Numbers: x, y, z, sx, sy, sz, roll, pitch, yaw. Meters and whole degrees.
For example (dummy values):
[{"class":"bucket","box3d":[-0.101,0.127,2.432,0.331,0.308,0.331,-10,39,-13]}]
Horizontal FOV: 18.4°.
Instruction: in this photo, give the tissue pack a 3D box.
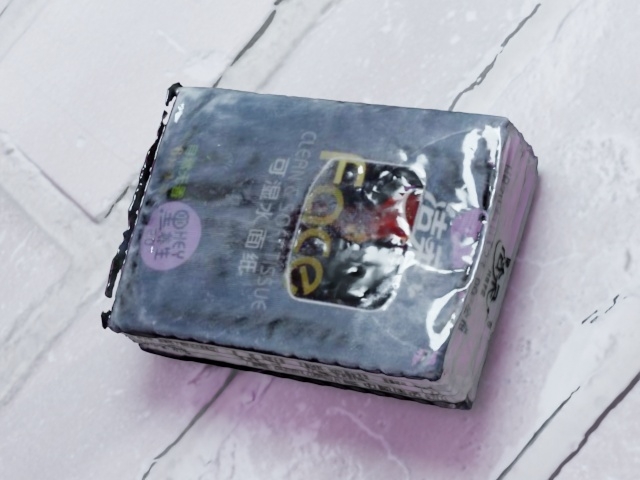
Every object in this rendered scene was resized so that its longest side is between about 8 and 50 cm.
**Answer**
[{"class":"tissue pack","box3d":[0.000,0.000,1.813,0.361,0.122,0.259,9,74,30]}]
